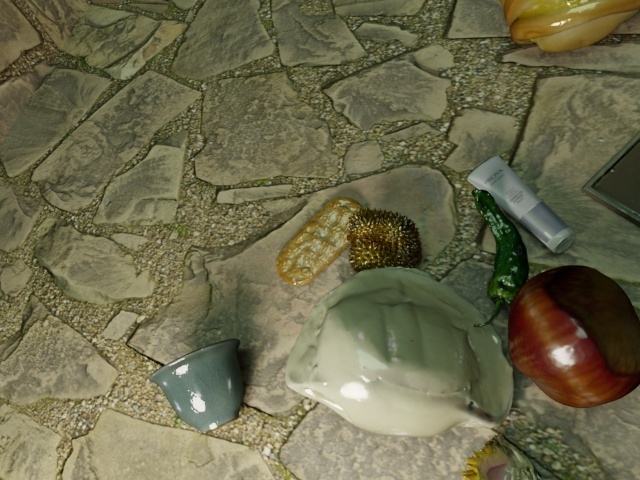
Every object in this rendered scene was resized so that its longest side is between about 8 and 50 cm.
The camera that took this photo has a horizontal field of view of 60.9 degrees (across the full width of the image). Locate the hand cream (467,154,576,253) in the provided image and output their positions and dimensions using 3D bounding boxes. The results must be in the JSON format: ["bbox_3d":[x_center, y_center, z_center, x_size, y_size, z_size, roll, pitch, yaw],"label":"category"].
[{"bbox_3d":[0.398,-0.076,1.085,0.079,0.048,0.255,-38,55,4],"label":"hand cream"}]

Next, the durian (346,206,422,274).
[{"bbox_3d":[0.127,0.013,1.122,0.168,0.137,0.158,11,89,15],"label":"durian"}]

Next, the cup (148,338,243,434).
[{"bbox_3d":[-0.232,0.311,1.119,0.199,0.199,0.150,-28,75,10],"label":"cup"}]

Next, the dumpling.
[{"bbox_3d":[0.149,0.184,0.969,0.394,0.233,0.316,11,64,9],"label":"dumpling"}]

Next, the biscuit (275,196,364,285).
[{"bbox_3d":[0.000,0.000,1.242,0.247,0.029,0.118,-45,56,-2],"label":"biscuit"}]

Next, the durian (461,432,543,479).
[{"bbox_3d":[0.283,0.489,0.828,0.196,0.185,0.305,-48,61,24],"label":"durian"}]

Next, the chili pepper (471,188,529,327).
[{"bbox_3d":[0.340,0.032,1.018,0.122,0.065,0.279,10,61,-11],"label":"chili pepper"}]

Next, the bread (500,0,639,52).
[{"bbox_3d":[0.545,-0.553,1.165,0.315,0.211,0.270,-12,62,22],"label":"bread"}]

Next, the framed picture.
[{"bbox_3d":[0.688,-0.142,1.002,0.315,0.024,0.232,-43,55,-2],"label":"framed picture"}]

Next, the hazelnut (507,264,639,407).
[{"bbox_3d":[0.405,0.150,0.889,0.229,0.229,0.230,-11,61,20],"label":"hazelnut"}]
